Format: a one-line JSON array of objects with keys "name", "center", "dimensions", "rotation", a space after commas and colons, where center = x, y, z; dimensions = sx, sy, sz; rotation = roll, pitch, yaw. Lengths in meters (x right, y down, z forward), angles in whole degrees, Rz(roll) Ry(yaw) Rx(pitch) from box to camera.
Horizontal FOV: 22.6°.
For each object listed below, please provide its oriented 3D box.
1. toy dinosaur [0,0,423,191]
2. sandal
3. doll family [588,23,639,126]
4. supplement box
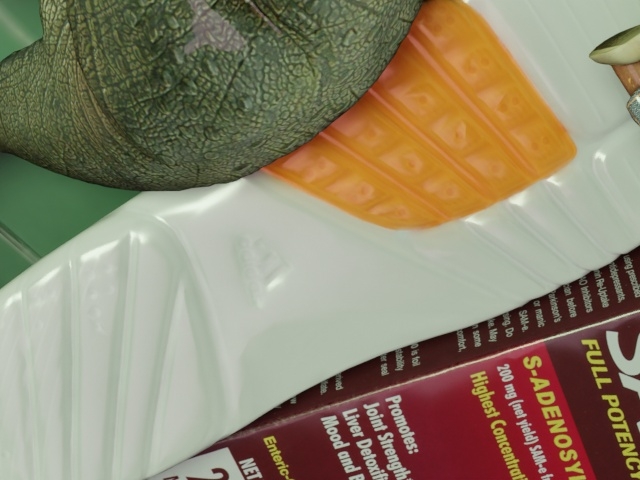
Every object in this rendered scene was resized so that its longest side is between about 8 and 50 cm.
[{"name": "toy dinosaur", "center": [-0.027, -0.091, 0.430], "dimensions": [0.160, 0.121, 0.313], "rotation": [43, 99, 3]}, {"name": "sandal", "center": [-0.005, -0.009, 0.519], "dimensions": [0.265, 0.076, 0.102], "rotation": [-26, 107, 0]}, {"name": "doll family", "center": [0.168, -0.055, 0.468], "dimensions": [0.193, 0.076, 0.111], "rotation": [-35, 99, 0]}, {"name": "supplement box", "center": [0.072, 0.071, 0.568], "dimensions": [0.239, 0.073, 0.130], "rotation": [-19, 119, 11]}]
